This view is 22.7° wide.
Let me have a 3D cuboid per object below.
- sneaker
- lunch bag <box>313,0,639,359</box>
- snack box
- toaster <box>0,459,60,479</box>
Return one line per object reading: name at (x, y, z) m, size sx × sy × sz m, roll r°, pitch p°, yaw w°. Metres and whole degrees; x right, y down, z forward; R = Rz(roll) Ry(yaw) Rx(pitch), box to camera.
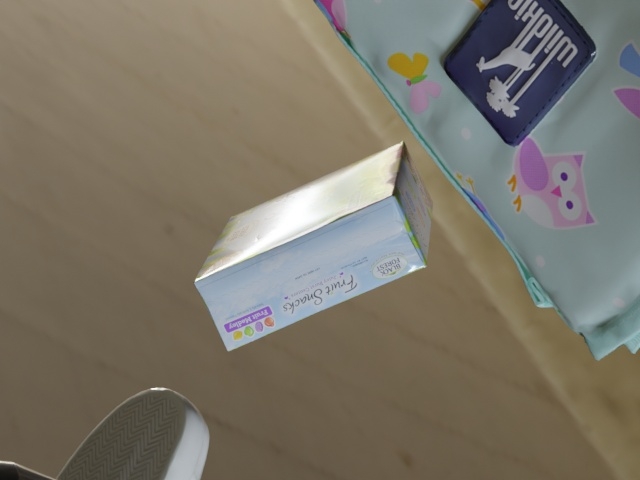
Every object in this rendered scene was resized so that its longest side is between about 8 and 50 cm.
sneaker at (-0.127, 0.256, 1.154) m, size 0.169 × 0.292 × 0.108 m, roll 28°, pitch -179°, yaw -40°
lunch bag at (0.140, -0.112, 0.617) m, size 0.223 × 0.262 × 0.160 m, roll 52°, pitch -170°, yaw 12°
snack box at (0.000, 0.000, 1.313) m, size 0.070 × 0.175 × 0.207 m, roll 64°, pitch -168°, yaw -10°
toaster at (-0.176, 0.210, 0.936) m, size 0.146 × 0.227 × 0.129 m, roll 24°, pitch -124°, yaw -34°
